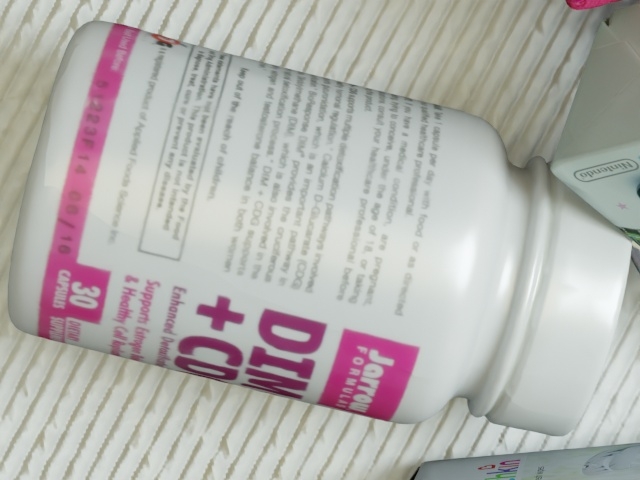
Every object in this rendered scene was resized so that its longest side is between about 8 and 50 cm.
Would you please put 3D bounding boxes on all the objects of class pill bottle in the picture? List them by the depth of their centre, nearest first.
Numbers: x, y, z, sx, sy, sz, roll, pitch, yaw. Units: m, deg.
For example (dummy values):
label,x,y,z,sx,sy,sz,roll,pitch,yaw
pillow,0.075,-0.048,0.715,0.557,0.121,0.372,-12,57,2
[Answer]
label,x,y,z,sx,sy,sz,roll,pitch,yaw
pill bottle,0.000,0.000,0.955,0.283,0.160,0.160,14,91,-3

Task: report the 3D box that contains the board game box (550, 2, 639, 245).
label,x,y,z,sx,sy,sz,roll,pitch,yaw
board game box,0.292,-0.007,0.880,0.303,0.224,0.098,36,62,-28

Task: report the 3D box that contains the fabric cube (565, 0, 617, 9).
label,x,y,z,sx,sy,sz,roll,pitch,yaw
fabric cube,0.201,-0.301,0.862,0.259,0.258,0.254,-14,54,-3

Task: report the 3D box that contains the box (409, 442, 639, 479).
label,x,y,z,sx,sy,sz,roll,pitch,yaw
box,0.168,0.238,0.963,0.231,0.127,0.262,-6,96,10

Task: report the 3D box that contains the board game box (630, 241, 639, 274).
label,x,y,z,sx,sy,sz,roll,pitch,yaw
board game box,0.211,-0.005,1.035,0.090,0.020,0.090,-29,93,-2
